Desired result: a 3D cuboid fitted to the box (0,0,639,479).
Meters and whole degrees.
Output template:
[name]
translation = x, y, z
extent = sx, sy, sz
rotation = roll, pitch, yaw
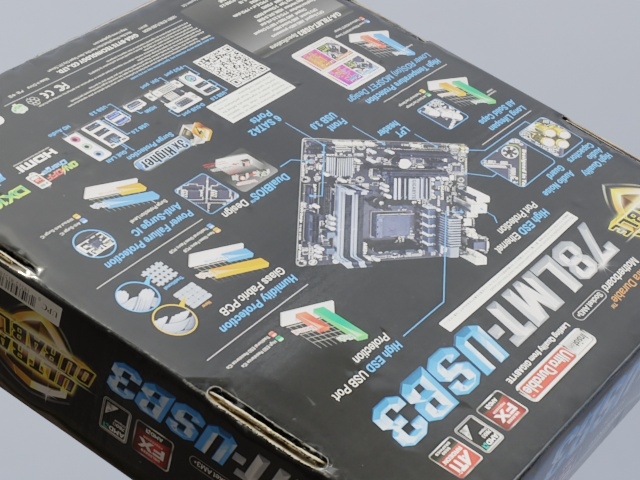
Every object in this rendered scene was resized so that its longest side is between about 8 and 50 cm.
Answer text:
[box]
translation = 0.000, 0.000, 0.694
extent = 0.293, 0.295, 0.073
rotation = 32, -50, 19
